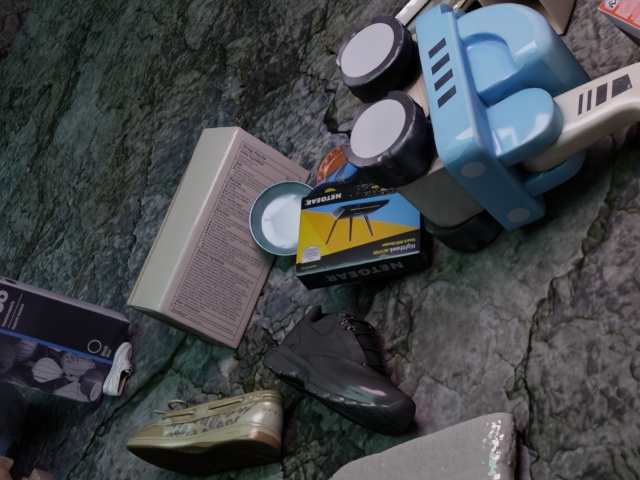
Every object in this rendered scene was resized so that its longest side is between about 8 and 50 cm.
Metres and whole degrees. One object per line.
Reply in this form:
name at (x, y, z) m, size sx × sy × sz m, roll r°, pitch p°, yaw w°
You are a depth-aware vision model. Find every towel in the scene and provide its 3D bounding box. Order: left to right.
towel at (0.110, 0.318, 1.277) m, size 0.282 × 0.049 × 0.187 m, roll -27°, pitch 47°, yaw 38°

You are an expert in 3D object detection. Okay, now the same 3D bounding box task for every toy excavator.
toy excavator at (0.266, -0.149, 1.307) m, size 0.445 × 0.222 × 0.433 m, roll -29°, pitch 45°, yaw 26°

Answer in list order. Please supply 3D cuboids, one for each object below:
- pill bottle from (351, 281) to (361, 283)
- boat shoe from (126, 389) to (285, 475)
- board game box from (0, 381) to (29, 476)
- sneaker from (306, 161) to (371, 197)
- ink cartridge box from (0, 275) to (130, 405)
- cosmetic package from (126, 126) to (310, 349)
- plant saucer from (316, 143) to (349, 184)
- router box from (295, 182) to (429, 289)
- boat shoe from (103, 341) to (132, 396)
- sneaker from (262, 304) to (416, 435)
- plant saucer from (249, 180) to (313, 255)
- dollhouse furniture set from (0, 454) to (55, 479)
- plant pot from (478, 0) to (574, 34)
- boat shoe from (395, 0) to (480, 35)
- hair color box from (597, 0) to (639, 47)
pill bottle at (0.046, 0.016, 1.588) m, size 0.043 × 0.043 × 0.083 m, roll -20°, pitch 51°, yaw 44°
boat shoe at (-0.160, 0.275, 1.623) m, size 0.285 × 0.104 × 0.089 m, roll -12°, pitch 51°, yaw 36°
board game box at (-0.631, 0.363, 1.989) m, size 0.065 × 0.319 × 0.318 m, roll -1°, pitch 58°, yaw 10°
sneaker at (0.062, -0.094, 1.645) m, size 0.209 × 0.069 × 0.082 m, roll -35°, pitch 13°, yaw 42°
ink cartridge box at (-0.504, 0.159, 1.917) m, size 0.065 × 0.332 × 0.165 m, roll 30°, pitch 100°, yaw 63°
cosmetic package at (-0.157, -0.005, 1.766) m, size 0.113 × 0.160 × 0.310 m, roll 4°, pitch 67°, yaw 54°
plant saucer at (0.027, -0.109, 1.734) m, size 0.083 × 0.013 × 0.084 m, roll -31°, pitch 44°, yaw 35°
router box at (0.058, -0.012, 1.539) m, size 0.178 × 0.046 × 0.133 m, roll -12°, pitch 53°, yaw 21°
boat shoe at (-0.339, 0.222, 1.948) m, size 0.035 × 0.035 × 0.100 m, roll 7°, pitch 58°, yaw 22°
sneaker at (0.032, 0.155, 1.454) m, size 0.286 × 0.109 × 0.130 m, roll 22°, pitch 77°, yaw 54°
plant saucer at (-0.048, -0.031, 1.722) m, size 0.119 × 0.021 × 0.119 m, roll -3°, pitch 73°, yaw 10°
dollhouse furniture set at (-0.489, 0.457, 1.672) m, size 0.174 × 0.355 × 0.303 m, roll -59°, pitch 34°, yaw 2°
plant pot at (0.281, -0.345, 1.510) m, size 0.109 × 0.109 × 0.096 m, roll 9°, pitch 60°, yaw 54°
boat shoe at (0.216, -0.363, 1.613) m, size 0.305 × 0.091 × 0.109 m, roll -44°, pitch 0°, yaw 18°
hair color box at (0.399, -0.233, 1.274) m, size 0.053 × 0.093 × 0.167 m, roll -52°, pitch 34°, yaw 11°
